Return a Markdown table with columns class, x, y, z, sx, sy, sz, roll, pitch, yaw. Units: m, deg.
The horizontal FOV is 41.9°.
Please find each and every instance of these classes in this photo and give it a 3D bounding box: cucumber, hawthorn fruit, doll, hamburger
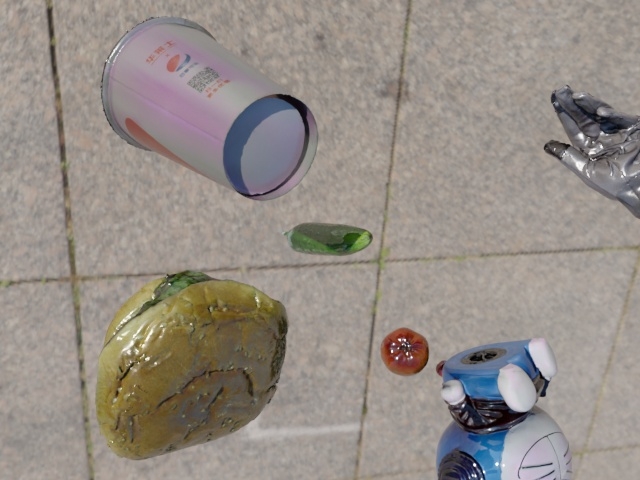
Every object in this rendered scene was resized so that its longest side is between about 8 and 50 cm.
| class | x | y | z | sx | sy | sz | roll | pitch | yaw |
| --- | --- | --- | --- | --- | --- | --- | --- | --- | --- |
| cucumber | 0.000 | 0.000 | 1.342 | 0.056 | 0.250 | 0.056 | -1 | 91 | -31 |
| hawthorn fruit | 0.138 | 0.187 | 1.368 | 0.081 | 0.081 | 0.093 | -14 | 156 | -5 |
| doll | 0.304 | 0.339 | 1.408 | 0.284 | 0.240 | 0.310 | -20 | 100 | -42 |
| hamburger | -0.165 | 0.173 | 1.119 | 0.285 | 0.134 | 0.265 | -8 | 115 | -32 |

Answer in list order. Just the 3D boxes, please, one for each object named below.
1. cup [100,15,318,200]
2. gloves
| class | x | y | z | sx | sy | sz | roll | pitch | yaw |
| --- | --- | --- | --- | --- | --- | --- | --- | --- | --- |
| cup | -0.138 | -0.162 | 1.083 | 0.203 | 0.288 | 0.203 | -18 | 122 | -30 |
| gloves | 0.449 | -0.124 | 1.276 | 0.142 | 0.119 | 0.285 | -40 | 81 | 15 |
